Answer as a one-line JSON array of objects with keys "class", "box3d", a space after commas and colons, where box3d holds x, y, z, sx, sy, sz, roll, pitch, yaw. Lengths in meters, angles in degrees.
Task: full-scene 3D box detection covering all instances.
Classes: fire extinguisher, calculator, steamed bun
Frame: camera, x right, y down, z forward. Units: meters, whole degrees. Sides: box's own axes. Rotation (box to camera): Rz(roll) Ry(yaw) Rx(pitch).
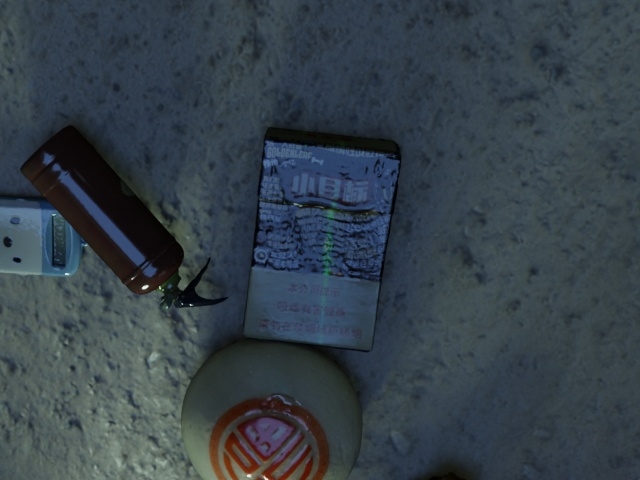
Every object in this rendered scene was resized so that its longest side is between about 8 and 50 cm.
[{"class": "fire extinguisher", "box3d": [-0.273, -0.017, 1.644, 0.344, 0.138, 0.102, 48, 137, -8]}, {"class": "calculator", "box3d": [-0.449, -0.008, 1.685, 0.210, 0.039, 0.121, 4, 110, 0]}, {"class": "steamed bun", "box3d": [-0.075, 0.290, 1.697, 0.283, 0.177, 0.283, 1, 108, 2]}]

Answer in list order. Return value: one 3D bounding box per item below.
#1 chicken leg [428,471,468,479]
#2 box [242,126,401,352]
[{"class": "chicken leg", "box3d": [0.135, 0.472, 1.806, 0.304, 0.093, 0.113, -37, 86, 21]}, {"class": "box", "box3d": [0.000, 0.000, 1.650, 0.198, 0.084, 0.310, 7, 108, 0]}]
